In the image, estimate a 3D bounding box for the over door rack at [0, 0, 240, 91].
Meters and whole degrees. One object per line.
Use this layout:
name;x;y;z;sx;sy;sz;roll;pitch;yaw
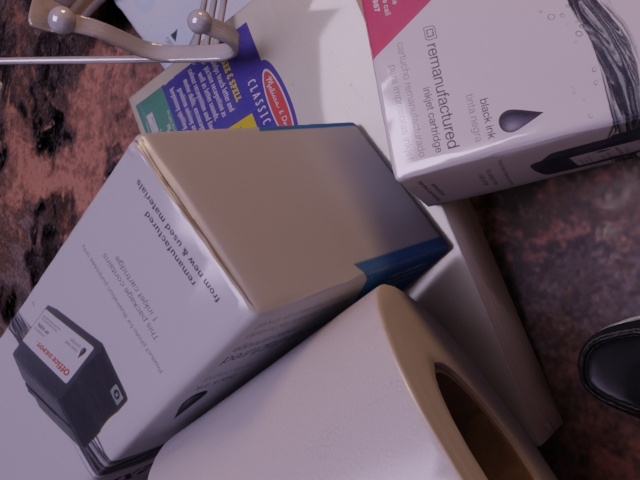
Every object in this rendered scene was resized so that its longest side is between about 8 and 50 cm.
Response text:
over door rack;-0.206;-0.262;0.681;0.324;0.108;0.240;0;74;28

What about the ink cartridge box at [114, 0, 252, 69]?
ink cartridge box;-0.052;-0.319;0.761;0.308;0.091;0.385;54;127;32

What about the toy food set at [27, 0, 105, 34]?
toy food set;-0.287;-0.390;0.933;0.306;0.092;0.220;1;77;60

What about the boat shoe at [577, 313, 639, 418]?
boat shoe;0.258;0.084;0.463;0.233;0.079;0.084;3;92;46

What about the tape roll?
tape roll;0.041;0.172;0.457;0.169;0.246;0.246;-37;62;13

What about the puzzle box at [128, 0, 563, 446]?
puzzle box;0.000;0.000;0.664;0.272;0.052;0.409;-25;84;37

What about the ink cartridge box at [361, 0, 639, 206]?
ink cartridge box;0.156;-0.136;0.494;0.237;0.100;0.172;-13;78;18

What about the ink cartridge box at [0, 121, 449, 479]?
ink cartridge box;-0.091;0.065;0.570;0.307;0.223;0.129;-46;73;33
